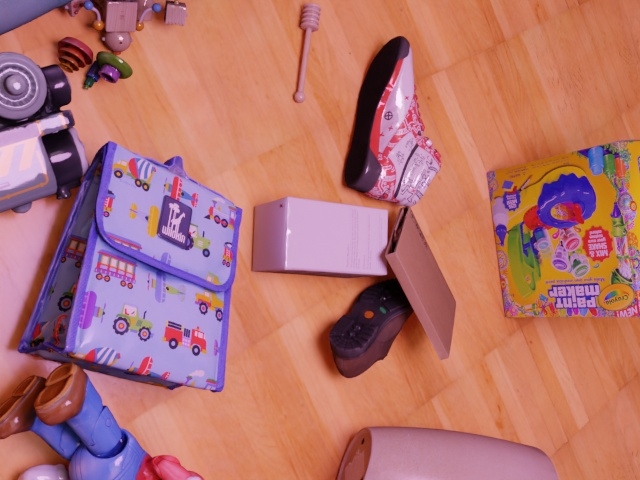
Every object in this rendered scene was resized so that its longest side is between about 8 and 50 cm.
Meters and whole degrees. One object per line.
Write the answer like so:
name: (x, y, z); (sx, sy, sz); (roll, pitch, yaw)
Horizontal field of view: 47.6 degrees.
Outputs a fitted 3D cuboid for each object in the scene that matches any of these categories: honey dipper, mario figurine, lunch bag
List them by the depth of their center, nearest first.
mario figurine: (-0.245, 0.304, 0.865); (0.170, 0.198, 0.320); (-47, 115, -21)
lunch bag: (-0.221, 0.029, 0.941); (0.221, 0.138, 0.293); (25, 67, -39)
honey dipper: (-0.022, -0.298, 1.159); (0.031, 0.030, 0.160); (11, 81, -30)

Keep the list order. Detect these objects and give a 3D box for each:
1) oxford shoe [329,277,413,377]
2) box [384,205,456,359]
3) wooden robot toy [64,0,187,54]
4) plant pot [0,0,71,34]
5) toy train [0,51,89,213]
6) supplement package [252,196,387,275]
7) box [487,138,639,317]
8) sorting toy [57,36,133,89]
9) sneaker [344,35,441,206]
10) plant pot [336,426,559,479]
oxford shoe: (0.092, 0.136, 1.166); (0.227, 0.083, 0.096); (-37, 135, -37)
box: (0.164, 0.064, 1.158); (0.201, 0.021, 0.164); (62, 25, -19)
wooden robot toy: (-0.274, -0.298, 1.002); (0.173, 0.076, 0.079); (-8, 125, -31)
plant pot: (-0.434, -0.332, 0.794); (0.255, 0.272, 0.271); (-38, 105, -13)
toy train: (-0.435, -0.097, 0.838); (0.334, 0.142, 0.190); (-26, 112, -33)
supplement package: (0.000, 0.000, 1.097); (0.179, 0.105, 0.105); (6, 83, -31)
box: (0.472, -0.012, 1.274); (0.177, 0.290, 0.279); (-6, 87, -31)
sorting toy: (-0.304, -0.228, 0.965); (0.102, 0.061, 0.042); (23, 73, -3)
sneaker: (0.137, -0.191, 1.210); (0.145, 0.090, 0.270); (20, 79, -29)
plant pot: (0.171, 0.392, 1.100); (0.274, 0.256, 0.256); (23, 73, -11)
